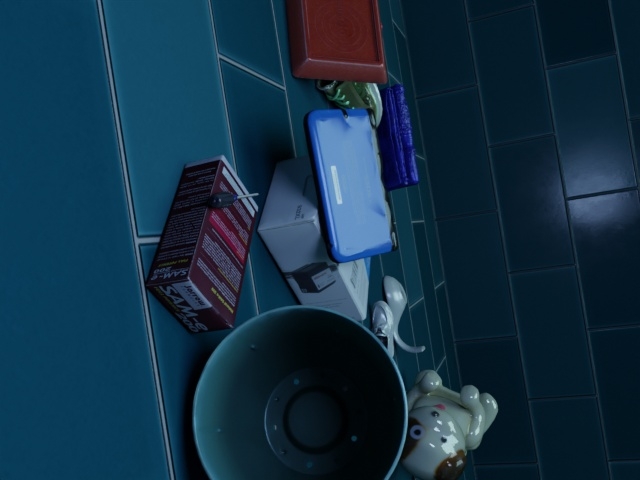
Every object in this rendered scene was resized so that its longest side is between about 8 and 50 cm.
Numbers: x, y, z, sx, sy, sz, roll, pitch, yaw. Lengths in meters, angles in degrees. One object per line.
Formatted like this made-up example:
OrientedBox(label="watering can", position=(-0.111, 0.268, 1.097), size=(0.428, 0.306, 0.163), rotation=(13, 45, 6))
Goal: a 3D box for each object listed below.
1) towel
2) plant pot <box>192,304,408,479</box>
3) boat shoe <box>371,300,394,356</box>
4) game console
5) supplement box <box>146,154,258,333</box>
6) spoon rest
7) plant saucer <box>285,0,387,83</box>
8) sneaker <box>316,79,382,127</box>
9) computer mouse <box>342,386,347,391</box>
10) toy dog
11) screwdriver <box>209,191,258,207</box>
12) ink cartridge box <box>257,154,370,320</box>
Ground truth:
OrientedBox(label="towel", position=(0.178, -0.297, 1.882), size=(0.076, 0.228, 0.308), rotation=(-5, 85, -44))
OrientedBox(label="plant pot", position=(-0.018, 0.267, 0.947), size=(0.235, 0.293, 0.292), rotation=(72, 15, -70))
OrientedBox(label="boat shoe", position=(0.180, 0.273, 1.842), size=(0.063, 0.066, 0.184), rotation=(-9, 99, -72))
OrientedBox(label="game console", position=(0.046, -0.108, 1.276), size=(0.250, 0.173, 0.292), rotation=(-11, 91, -39))
OrientedBox(label="supplement box", position=(-0.168, 0.003, 0.933), size=(0.130, 0.073, 0.239), rotation=(60, 27, -44))
OrientedBox(label="spoon rest", position=(0.262, 0.249, 2.084), size=(0.276, 0.084, 0.137), rotation=(69, 16, 8))
OrientedBox(label="plant saucer", position=(0.048, -0.530, 1.563), size=(0.048, 0.259, 0.258), rotation=(146, -59, -67))
OrientedBox(label="sneaker", position=(0.054, -0.440, 1.751), size=(0.182, 0.158, 0.410), rotation=(-34, 133, -27))
OrientedBox(label="computer mouse", position=(0.114, 0.406, 1.564), size=(0.272, 0.072, 0.188), rotation=(21, 63, -68))
OrientedBox(label="toy dog", position=(0.340, 0.592, 1.909), size=(0.395, 0.285, 0.408), rotation=(-61, 161, 3))
OrientedBox(label="screwdriver", position=(-0.125, -0.069, 0.948), size=(0.170, 0.024, 0.025), rotation=(-35, 141, -69))
OrientedBox(label="ink cartridge box", position=(0.000, 0.000, 1.330), size=(0.223, 0.129, 0.307), rotation=(-80, 152, -44))
